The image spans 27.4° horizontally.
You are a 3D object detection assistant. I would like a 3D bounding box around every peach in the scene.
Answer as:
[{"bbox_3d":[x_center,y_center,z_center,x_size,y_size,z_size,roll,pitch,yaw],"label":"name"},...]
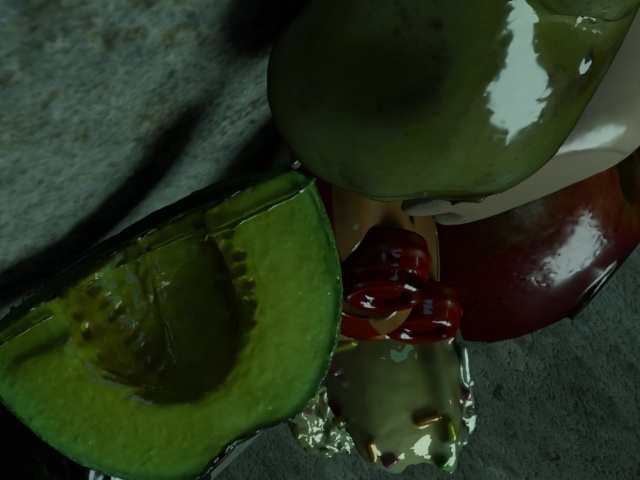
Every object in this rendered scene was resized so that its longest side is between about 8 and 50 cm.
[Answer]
[{"bbox_3d":[0.242,-0.040,1.664,0.406,0.310,0.335,-47,174,20],"label":"peach"}]

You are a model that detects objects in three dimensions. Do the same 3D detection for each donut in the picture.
[{"bbox_3d":[0.030,0.110,1.470,0.150,0.307,0.371,-15,-179,-18],"label":"donut"}]

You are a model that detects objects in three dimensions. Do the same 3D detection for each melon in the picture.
[{"bbox_3d":[-0.100,0.069,0.962,0.265,0.169,0.129,-30,-167,-6],"label":"melon"}]

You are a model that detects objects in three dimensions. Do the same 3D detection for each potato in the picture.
[{"bbox_3d":[0.102,-0.152,0.827,0.218,0.202,0.351,-29,165,-50],"label":"potato"}]

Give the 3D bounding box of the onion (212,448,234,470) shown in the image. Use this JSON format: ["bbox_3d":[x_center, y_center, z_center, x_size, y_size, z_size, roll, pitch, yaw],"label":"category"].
[{"bbox_3d":[-0.164,0.226,1.560,0.227,0.120,0.283,-23,151,-37],"label":"onion"}]

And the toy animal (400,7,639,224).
[{"bbox_3d":[0.163,-0.155,1.049,0.213,0.256,0.195,-11,172,29],"label":"toy animal"}]

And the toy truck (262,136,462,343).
[{"bbox_3d":[0.000,0.000,1.199,0.239,0.189,0.265,-7,156,17],"label":"toy truck"}]

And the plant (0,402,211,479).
[{"bbox_3d":[-0.175,0.155,1.128,0.178,0.204,0.234,-45,165,33],"label":"plant"}]
